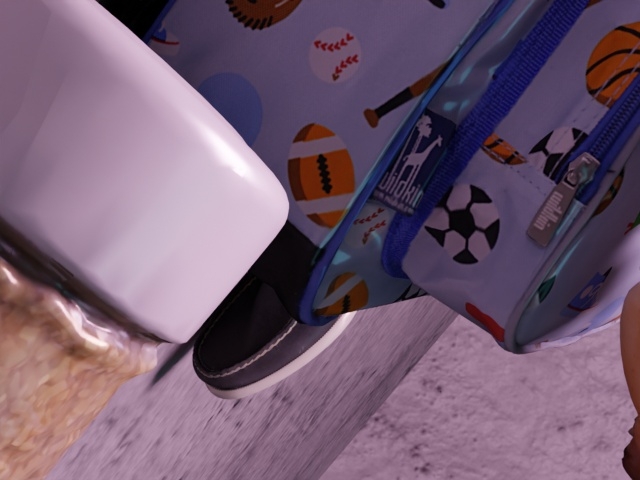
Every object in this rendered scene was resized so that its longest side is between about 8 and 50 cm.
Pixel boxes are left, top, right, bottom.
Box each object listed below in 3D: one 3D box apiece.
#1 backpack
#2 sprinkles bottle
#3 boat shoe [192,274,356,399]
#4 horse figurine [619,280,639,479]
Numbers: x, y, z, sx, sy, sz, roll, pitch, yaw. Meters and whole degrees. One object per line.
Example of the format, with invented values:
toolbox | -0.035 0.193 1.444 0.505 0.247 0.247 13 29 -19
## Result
backpack | 0.075 -0.096 0.564 0.263 0.213 0.276 -64 164 13
sprinkles bottle | -0.164 0.085 0.383 0.355 0.121 0.121 -50 170 -3
boat shoe | 0.000 0.000 0.961 0.233 0.084 0.079 -44 132 5
horse figurine | 0.151 -0.005 0.491 0.174 0.066 0.263 -20 138 -45
